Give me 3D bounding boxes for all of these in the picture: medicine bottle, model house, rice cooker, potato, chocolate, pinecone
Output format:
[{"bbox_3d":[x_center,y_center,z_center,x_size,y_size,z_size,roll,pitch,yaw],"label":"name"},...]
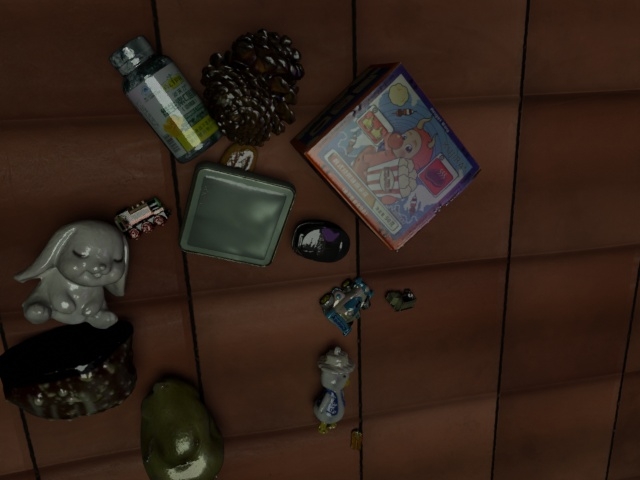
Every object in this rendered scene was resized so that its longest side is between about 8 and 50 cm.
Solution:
[{"bbox_3d":[-0.374,-0.340,1.266,0.141,0.141,0.293,-36,110,0],"label":"medicine bottle"},{"bbox_3d":[0.246,0.190,1.617,0.083,0.057,0.058,-12,137,-28],"label":"model house"},{"bbox_3d":[0.000,0.000,1.473,0.165,0.106,0.112,11,105,-11],"label":"rice cooker"},{"bbox_3d":[-0.410,0.565,1.516,0.218,0.202,0.351,-19,97,6],"label":"potato"},{"bbox_3d":[-0.646,0.362,1.388,0.340,0.225,0.210,-12,117,-9],"label":"chocolate"},{"bbox_3d":[-0.145,-0.374,1.250,0.246,0.246,0.292,42,57,-20],"label":"pinecone"}]

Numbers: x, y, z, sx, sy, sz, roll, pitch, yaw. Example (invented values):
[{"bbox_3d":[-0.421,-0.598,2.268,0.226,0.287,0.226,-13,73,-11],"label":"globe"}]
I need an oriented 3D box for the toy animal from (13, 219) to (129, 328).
[{"bbox_3d":[-0.597,0.067,1.309,0.271,0.206,0.265,13,113,-40],"label":"toy animal"}]

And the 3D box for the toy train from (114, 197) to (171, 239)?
[{"bbox_3d":[-0.467,-0.061,1.381,0.138,0.050,0.087,-28,107,-3],"label":"toy train"}]

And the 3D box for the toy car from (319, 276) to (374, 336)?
[{"bbox_3d":[0.090,0.196,1.556,0.161,0.098,0.126,-38,113,3],"label":"toy car"}]

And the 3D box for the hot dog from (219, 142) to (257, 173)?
[{"bbox_3d":[-0.224,-0.195,1.391,0.090,0.060,0.140,22,94,-14],"label":"hot dog"}]

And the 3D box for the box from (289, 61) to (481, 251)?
[{"bbox_3d":[0.161,-0.223,1.359,0.318,0.257,0.349,-42,110,1],"label":"box"}]

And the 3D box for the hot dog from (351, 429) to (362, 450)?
[{"bbox_3d":[0.120,0.666,1.750,0.037,0.021,0.083,8,109,7],"label":"hot dog"}]

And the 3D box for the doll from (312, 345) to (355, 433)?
[{"bbox_3d":[0.039,0.460,1.619,0.138,0.119,0.293,-16,118,-53],"label":"doll"}]

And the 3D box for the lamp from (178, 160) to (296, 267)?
[{"bbox_3d":[-0.226,-0.061,1.402,0.269,0.047,0.266,13,118,-17],"label":"lamp"}]
